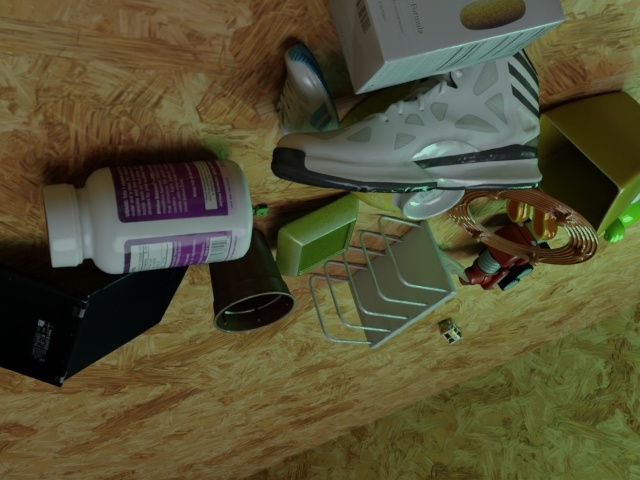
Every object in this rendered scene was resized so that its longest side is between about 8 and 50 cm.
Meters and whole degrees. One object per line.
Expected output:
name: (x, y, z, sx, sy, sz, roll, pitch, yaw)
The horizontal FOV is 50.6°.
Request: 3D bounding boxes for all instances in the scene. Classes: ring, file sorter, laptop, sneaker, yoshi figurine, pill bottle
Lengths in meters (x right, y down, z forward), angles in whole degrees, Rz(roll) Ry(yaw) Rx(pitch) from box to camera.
ring: (0.415, -0.027, 1.436, 0.336, 0.032, 0.336, 24, 164, 7)
file sorter: (0.127, 0.097, 1.550, 0.173, 0.193, 0.277, 10, 141, -40)
laptop: (-0.503, 0.101, 1.342, 0.408, 0.236, 0.382, 22, 139, -12)
sneaker: (0.135, -0.202, 0.995, 0.447, 0.257, 0.169, -4, -171, -26)
yoshi figurine: (0.625, -0.080, 1.563, 0.362, 0.203, 0.203, -14, 168, -15)
sneaker: (-0.025, -0.199, 1.023, 0.092, 0.087, 0.229, -18, 151, 2)
pill bottle: (-0.273, -0.037, 1.072, 0.301, 0.169, 0.169, -6, 150, -22)

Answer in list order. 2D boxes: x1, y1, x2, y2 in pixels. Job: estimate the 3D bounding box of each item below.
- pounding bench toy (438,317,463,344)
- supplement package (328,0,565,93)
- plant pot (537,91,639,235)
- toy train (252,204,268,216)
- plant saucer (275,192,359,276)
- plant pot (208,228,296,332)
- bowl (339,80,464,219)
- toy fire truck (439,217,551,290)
pounding bench toy: (0.427, 0.289, 2.244, 0.052, 0.083, 0.065, -33, 118, 20)
supplement package: (0.154, -0.293, 0.853, 0.244, 0.139, 0.134, -17, 180, -13)
plant pot: (0.562, -0.168, 1.343, 0.187, 0.212, 0.212, -32, 154, -9)
toy train: (-0.138, -0.055, 1.289, 0.083, 0.017, 0.024, -7, 141, -21)
plant saucer: (0.000, 0.000, 1.391, 0.188, 0.045, 0.188, -27, 156, -21)
plant pot: (-0.151, 0.076, 1.357, 0.167, 0.165, 0.167, -15, 152, -8)
bowl: (0.171, -0.131, 1.196, 0.289, 0.156, 0.289, -14, 152, -8)
toy fire truck: (0.411, 0.036, 1.695, 0.246, 0.158, 0.217, -14, 155, -32)
